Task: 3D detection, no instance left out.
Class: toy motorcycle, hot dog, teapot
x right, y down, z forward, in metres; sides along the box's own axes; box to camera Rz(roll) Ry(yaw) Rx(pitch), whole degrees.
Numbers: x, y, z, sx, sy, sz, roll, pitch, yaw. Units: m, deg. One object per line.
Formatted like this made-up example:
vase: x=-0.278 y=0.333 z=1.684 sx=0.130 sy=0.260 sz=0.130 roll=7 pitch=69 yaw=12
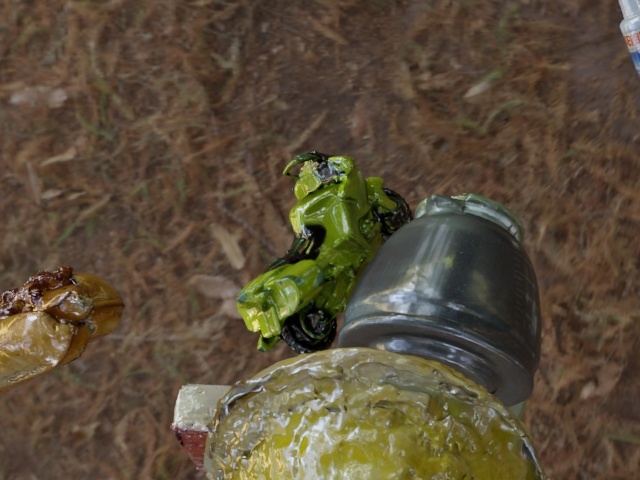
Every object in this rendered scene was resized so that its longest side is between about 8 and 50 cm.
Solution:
toy motorcycle: x=0.001 y=-0.001 z=1.544 sx=0.206 sy=0.342 sz=0.142 roll=40 pitch=141 yaw=-5
hot dog: x=-0.247 y=0.076 z=0.913 sx=0.249 sy=0.102 sz=0.076 roll=-25 pitch=98 yaw=46
teapot: x=0.197 y=0.083 z=1.375 sx=0.322 sy=0.239 sz=0.239 roll=29 pitch=152 yaw=-20

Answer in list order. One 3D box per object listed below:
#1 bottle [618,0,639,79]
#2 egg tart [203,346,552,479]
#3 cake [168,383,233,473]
bottle: x=0.441 y=-0.275 z=1.495 sx=0.060 sy=0.060 sz=0.217 roll=-19 pitch=99 yaw=20
egg tart: x=0.039 y=0.226 z=0.922 sx=0.315 sy=0.120 sz=0.315 roll=5 pitch=127 yaw=7
cake: x=-0.126 y=0.260 z=1.523 sx=0.117 sy=0.220 sz=0.086 roll=1 pitch=63 yaw=7
